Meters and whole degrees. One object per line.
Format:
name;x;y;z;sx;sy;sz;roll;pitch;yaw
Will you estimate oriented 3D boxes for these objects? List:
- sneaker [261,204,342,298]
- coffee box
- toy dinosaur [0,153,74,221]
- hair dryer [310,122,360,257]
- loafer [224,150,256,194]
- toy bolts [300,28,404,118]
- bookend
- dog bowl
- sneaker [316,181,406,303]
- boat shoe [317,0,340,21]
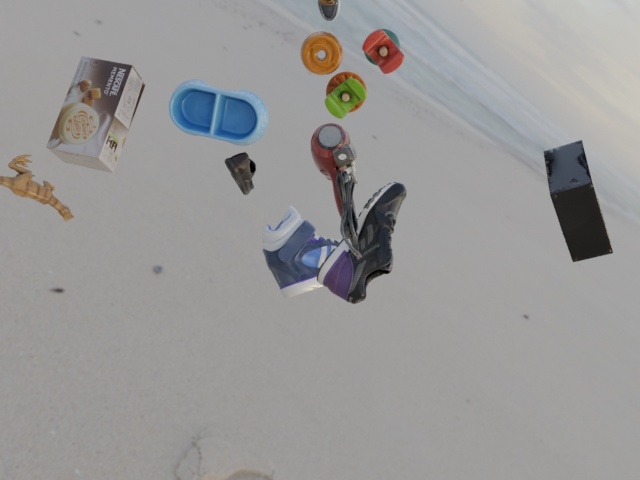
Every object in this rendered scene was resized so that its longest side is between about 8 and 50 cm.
sneaker;0.000;0.000;1.783;0.323;0.130;0.236;-19;86;-21
coffee box;-0.535;-0.303;1.585;0.141;0.246;0.098;14;-14;9
toy dinosaur;-0.517;-0.098;1.127;0.211;0.064;0.112;21;26;-39
hair dryer;0.025;-0.110;1.256;0.080;0.223;0.293;-4;24;0
loafer;-0.221;-0.199;1.955;0.080;0.078;0.220;56;-5;11
toy bolts;0.079;-0.446;1.608;0.218;0.228;0.158;50;17;-17
bookend;0.469;-0.074;1.204;0.156;0.072;0.157;60;28;-29
dog bowl;-0.303;-0.371;1.925;0.297;0.166;0.074;13;14;-1
sneaker;0.124;0.011;1.436;0.124;0.283;0.107;34;-4;22
boat shoe;0.017;-0.677;1.823;0.065;0.183;0.083;6;50;8
